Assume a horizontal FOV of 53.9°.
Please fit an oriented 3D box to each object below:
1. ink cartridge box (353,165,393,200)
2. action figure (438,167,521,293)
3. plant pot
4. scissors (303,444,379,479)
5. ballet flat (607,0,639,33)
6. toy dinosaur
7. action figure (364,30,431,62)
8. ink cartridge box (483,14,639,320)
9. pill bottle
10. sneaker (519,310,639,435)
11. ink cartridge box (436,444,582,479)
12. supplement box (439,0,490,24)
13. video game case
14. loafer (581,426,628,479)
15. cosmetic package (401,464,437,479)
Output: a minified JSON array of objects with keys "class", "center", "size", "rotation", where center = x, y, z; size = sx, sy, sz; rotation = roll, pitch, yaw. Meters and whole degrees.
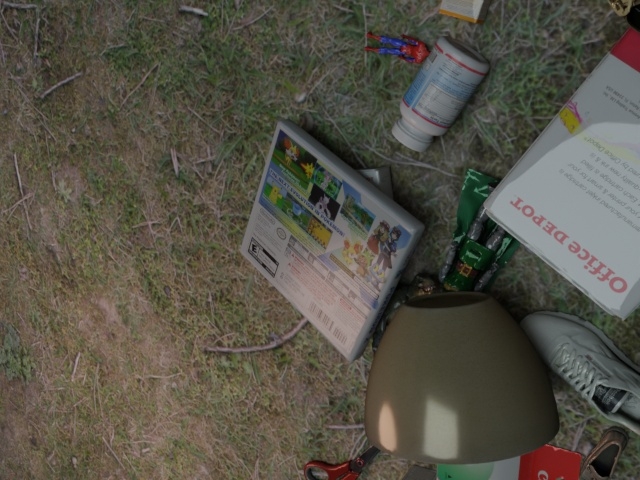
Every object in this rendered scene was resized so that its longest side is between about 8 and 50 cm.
[{"class":"ink cartridge box","center":[0.077,-0.062,1.073],"size":[0.088,0.052,0.123],"rotation":[-1,105,33]},{"class":"action figure","center":[0.244,0.020,0.988],"size":[0.137,0.063,0.232],"rotation":[31,121,19]},{"class":"plant pot","center":[0.197,0.180,0.935],"size":[0.284,0.284,0.191],"rotation":[-4,94,33]},{"class":"scissors","center":[0.077,0.451,1.239],"size":[0.297,0.021,0.109],"rotation":[-37,80,33]},{"class":"ballet flat","center":[0.389,-0.205,0.666],"size":[0.058,0.084,0.250],"rotation":[-44,81,6]},{"class":"toy dinosaur","center":[0.120,0.146,1.103],"size":[0.268,0.064,0.118],"rotation":[-30,81,39]},{"class":"action figure","center":[0.128,-0.303,0.990],"size":[0.115,0.030,0.038],"rotation":[20,119,22]},{"class":"ink cartridge box","center":[0.392,-0.092,0.787],"size":[0.226,0.131,0.306],"rotation":[43,111,15]},{"class":"pill bottle","center":[0.175,-0.216,0.947],"size":[0.087,0.087,0.160],"rotation":[42,122,16]},{"class":"sneaker","center":[0.392,0.188,0.917],"size":[0.235,0.094,0.090],"rotation":[35,121,23]},{"class":"ink cartridge box","center":[0.307,0.413,1.059],"size":[0.224,0.056,0.181],"rotation":[10,109,32]},{"class":"supplement box","center":[0.218,-0.370,0.908],"size":[0.062,0.036,0.098],"rotation":[27,116,24]},{"class":"video game case","center":[0.000,0.000,1.099],"size":[0.329,0.036,0.300],"rotation":[42,129,28]},{"class":"loafer","center":[0.431,0.344,0.966],"size":[0.045,0.039,0.125],"rotation":[25,115,24]},{"class":"cosmetic package","center":[0.177,0.547,1.150],"size":[0.060,0.099,0.239],"rotation":[6,107,32]}]
